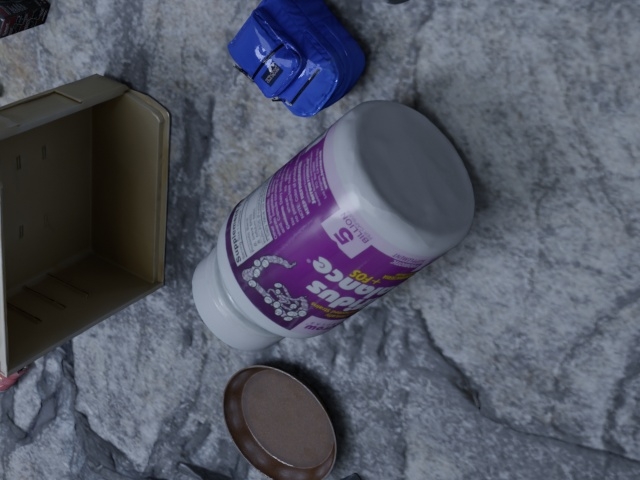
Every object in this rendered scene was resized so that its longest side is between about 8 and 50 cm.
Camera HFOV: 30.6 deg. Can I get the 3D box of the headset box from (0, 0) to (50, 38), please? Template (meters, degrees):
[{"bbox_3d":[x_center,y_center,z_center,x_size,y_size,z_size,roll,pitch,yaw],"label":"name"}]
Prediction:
[{"bbox_3d":[-0.375,-0.276,1.389,0.062,0.083,0.032,41,130,13],"label":"headset box"}]

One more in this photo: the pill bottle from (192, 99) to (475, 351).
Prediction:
[{"bbox_3d":[0.000,0.000,1.203,0.301,0.169,0.169,-37,88,41],"label":"pill bottle"}]

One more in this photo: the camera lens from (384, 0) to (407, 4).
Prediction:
[{"bbox_3d":[0.032,-0.362,0.972,0.274,0.219,0.219,47,130,8],"label":"camera lens"}]

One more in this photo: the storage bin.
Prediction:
[{"bbox_3d":[-0.306,-0.029,1.346,0.123,0.262,0.260,24,124,27],"label":"storage bin"}]

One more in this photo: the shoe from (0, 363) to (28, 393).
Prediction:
[{"bbox_3d":[-0.496,0.138,1.693,0.178,0.063,0.081,51,129,-3],"label":"shoe"}]

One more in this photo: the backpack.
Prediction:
[{"bbox_3d":[-0.026,-0.183,1.180,0.120,0.101,0.098,47,137,3],"label":"backpack"}]

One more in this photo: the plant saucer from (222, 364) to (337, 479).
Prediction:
[{"bbox_3d":[-0.046,0.223,1.435,0.169,0.029,0.168,16,121,29],"label":"plant saucer"}]

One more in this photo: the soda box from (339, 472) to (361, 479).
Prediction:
[{"bbox_3d":[0.074,0.431,1.408,0.091,0.098,0.286,-37,89,41],"label":"soda box"}]
